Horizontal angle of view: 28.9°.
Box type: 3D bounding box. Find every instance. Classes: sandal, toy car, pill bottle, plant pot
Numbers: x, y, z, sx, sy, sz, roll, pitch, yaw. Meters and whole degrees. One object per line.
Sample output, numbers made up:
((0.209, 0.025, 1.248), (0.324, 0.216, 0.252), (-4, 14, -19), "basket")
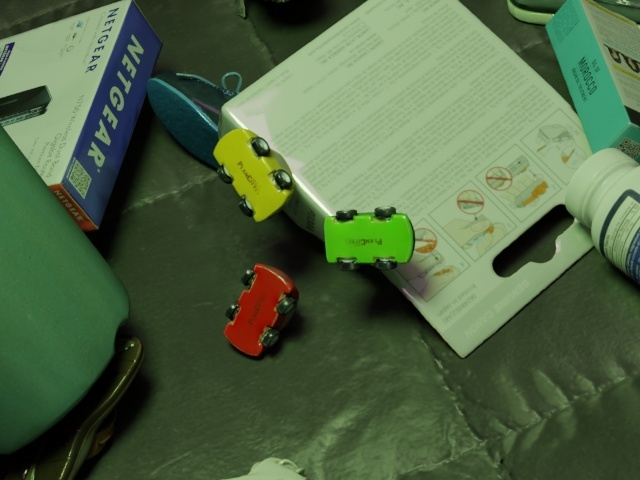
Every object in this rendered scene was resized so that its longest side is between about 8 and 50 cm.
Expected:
((-0.244, 0.195, 1.261), (0.090, 0.060, 0.219), (9, 65, 31), "sandal")
((0.000, 0.000, 1.273), (0.225, 0.239, 0.053), (-1, 7, 28), "toy car")
((0.338, -0.011, 1.240), (0.112, 0.112, 0.187), (-32, 49, -15), "pill bottle")
((-0.385, 0.022, 1.222), (0.341, 0.334, 0.341), (-27, 32, 19), "plant pot")

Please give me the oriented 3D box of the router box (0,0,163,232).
((-0.374, -0.131, 1.536), (0.301, 0.082, 0.335), (-13, 44, 24), "router box")

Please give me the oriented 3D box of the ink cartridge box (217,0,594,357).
((0.124, -0.087, 1.382), (0.308, 0.091, 0.385), (-38, 75, -20), "ink cartridge box")

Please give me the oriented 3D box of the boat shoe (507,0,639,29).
((0.385, -0.328, 1.536), (0.319, 0.099, 0.116), (4, 49, 19), "boat shoe")

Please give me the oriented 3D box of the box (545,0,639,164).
((0.333, -0.172, 1.398), (0.100, 0.060, 0.244), (20, 39, -25), "box")

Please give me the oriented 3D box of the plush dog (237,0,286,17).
((-0.011, -0.424, 1.718), (0.225, 0.210, 0.262), (-7, 73, -9), "plush dog")

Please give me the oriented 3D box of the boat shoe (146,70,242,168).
((-0.098, -0.133, 1.509), (0.258, 0.109, 0.089), (36, 58, 20), "boat shoe")

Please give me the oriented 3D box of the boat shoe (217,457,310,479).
((-0.042, 0.244, 1.132), (0.267, 0.096, 0.088), (-14, 49, 14), "boat shoe")
